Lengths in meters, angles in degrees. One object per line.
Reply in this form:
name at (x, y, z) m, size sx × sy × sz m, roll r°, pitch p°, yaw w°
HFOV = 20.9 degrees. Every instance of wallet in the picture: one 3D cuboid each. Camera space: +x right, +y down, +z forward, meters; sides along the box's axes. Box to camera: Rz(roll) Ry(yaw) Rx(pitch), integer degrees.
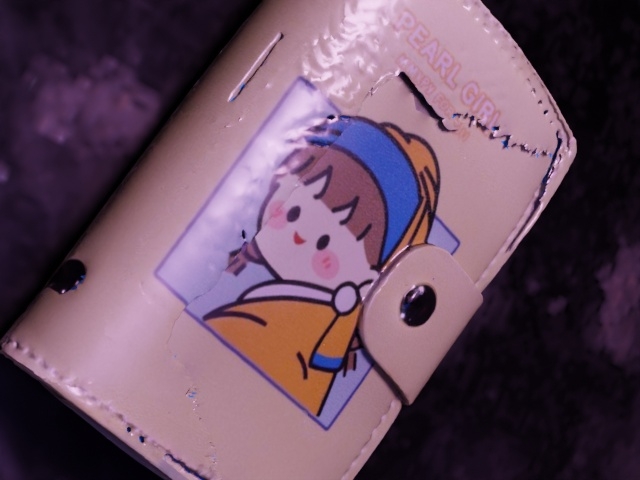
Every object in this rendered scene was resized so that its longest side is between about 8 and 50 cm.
wallet at (0.000, 0.000, 0.473) m, size 0.110 × 0.039 × 0.155 m, roll 43°, pitch 77°, yaw -33°
